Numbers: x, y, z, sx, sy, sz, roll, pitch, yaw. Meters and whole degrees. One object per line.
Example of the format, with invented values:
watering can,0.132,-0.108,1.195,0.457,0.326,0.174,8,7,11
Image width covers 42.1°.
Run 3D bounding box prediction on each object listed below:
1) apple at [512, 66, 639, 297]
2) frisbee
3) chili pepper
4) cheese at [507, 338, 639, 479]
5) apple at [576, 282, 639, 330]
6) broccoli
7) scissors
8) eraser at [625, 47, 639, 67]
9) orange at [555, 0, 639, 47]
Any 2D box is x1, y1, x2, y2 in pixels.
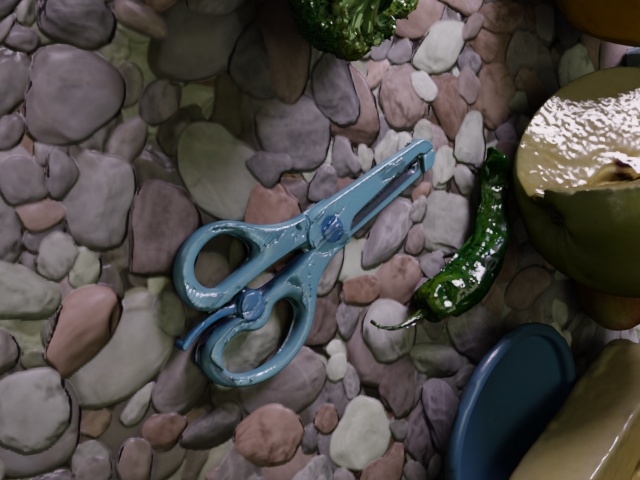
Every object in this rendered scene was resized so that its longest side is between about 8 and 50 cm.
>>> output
apple,0.387,-0.053,1.045,0.257,0.295,0.233,-22,131,-10
frisbee,0.245,0.244,1.102,0.289,0.049,0.290,-14,111,-42
chili pepper,0.179,0.022,1.026,0.122,0.065,0.279,41,69,-23
cheese,0.410,0.372,1.189,0.383,0.104,0.384,-12,107,-42
apple,0.424,0.062,1.175,0.102,0.126,0.126,49,66,-16
broccoli,0.062,-0.303,0.777,0.254,0.269,0.269,8,90,-54
scissors,0.000,0.000,0.908,0.393,0.032,0.180,-38,116,-28
eraser,0.532,-0.186,1.254,0.174,0.081,0.227,-21,106,-34
orange,0.391,-0.371,1.022,0.235,0.279,0.279,-22,110,-2
